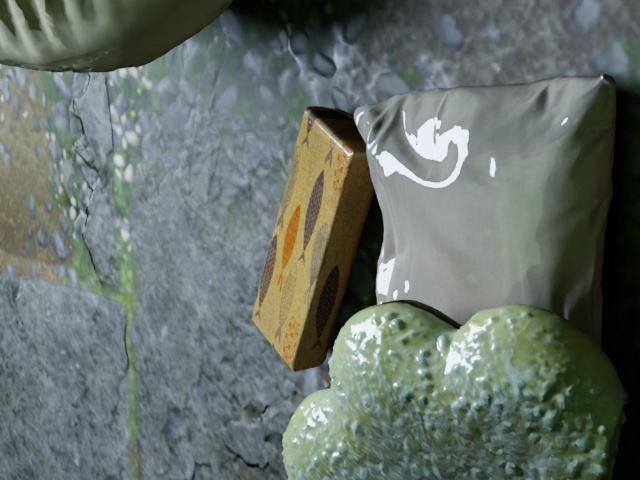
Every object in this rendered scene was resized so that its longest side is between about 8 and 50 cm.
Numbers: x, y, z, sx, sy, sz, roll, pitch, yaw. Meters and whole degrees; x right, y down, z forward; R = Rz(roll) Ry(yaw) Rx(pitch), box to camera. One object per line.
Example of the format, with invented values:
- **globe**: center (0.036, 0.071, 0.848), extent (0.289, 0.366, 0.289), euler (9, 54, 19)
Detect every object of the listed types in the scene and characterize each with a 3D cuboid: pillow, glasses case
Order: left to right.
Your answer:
- **glasses case**: center (0.000, 0.000, 0.837), extent (0.064, 0.041, 0.169), euler (46, 131, 44)
- **pillow**: center (0.088, 0.032, 0.731), extent (0.173, 0.067, 0.270), euler (11, 108, 39)

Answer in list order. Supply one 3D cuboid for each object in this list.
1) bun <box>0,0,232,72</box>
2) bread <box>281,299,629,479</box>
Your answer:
- **bun**: center (-0.158, -0.271, 0.804), extent (0.362, 0.234, 0.326), euler (-8, 101, 32)
- **bread**: center (0.065, 0.150, 0.715), extent (0.207, 0.056, 0.286), euler (16, 123, 29)
